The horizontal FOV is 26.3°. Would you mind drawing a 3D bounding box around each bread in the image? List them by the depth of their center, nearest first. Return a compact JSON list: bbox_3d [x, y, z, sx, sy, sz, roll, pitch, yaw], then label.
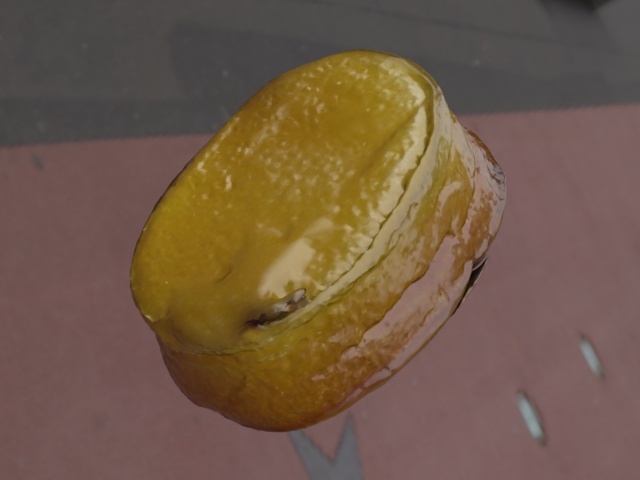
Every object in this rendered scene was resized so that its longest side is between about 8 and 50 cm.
[{"bbox_3d":[0.000,0.000,0.913,0.195,0.270,0.143,26,-21,39],"label":"bread"}]
